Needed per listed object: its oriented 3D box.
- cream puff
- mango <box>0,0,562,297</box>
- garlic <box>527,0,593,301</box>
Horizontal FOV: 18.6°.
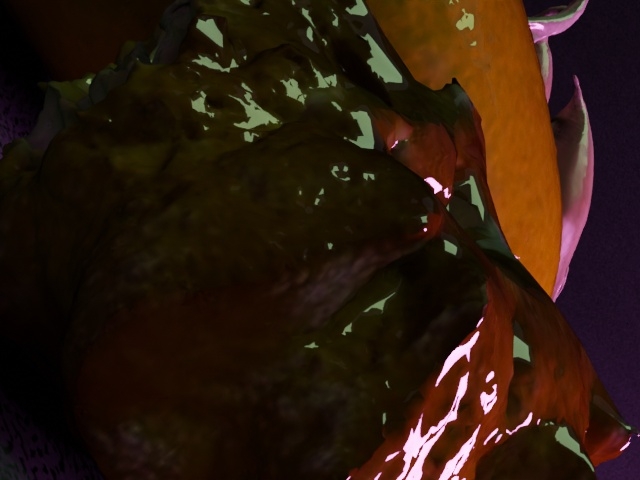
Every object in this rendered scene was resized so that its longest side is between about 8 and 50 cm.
[{"bbox_3d":[-0.012,0.017,0.636,0.241,0.155,0.269,46,18,-45],"label":"cream puff"},{"bbox_3d":[-0.037,-0.124,0.874,0.445,0.220,0.301,65,-10,0],"label":"mango"},{"bbox_3d":[0.058,-0.027,1.108,0.237,0.292,0.210,12,0,-19],"label":"garlic"}]
